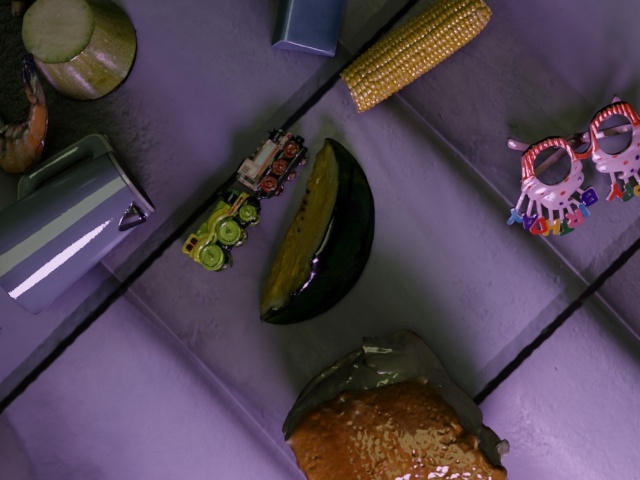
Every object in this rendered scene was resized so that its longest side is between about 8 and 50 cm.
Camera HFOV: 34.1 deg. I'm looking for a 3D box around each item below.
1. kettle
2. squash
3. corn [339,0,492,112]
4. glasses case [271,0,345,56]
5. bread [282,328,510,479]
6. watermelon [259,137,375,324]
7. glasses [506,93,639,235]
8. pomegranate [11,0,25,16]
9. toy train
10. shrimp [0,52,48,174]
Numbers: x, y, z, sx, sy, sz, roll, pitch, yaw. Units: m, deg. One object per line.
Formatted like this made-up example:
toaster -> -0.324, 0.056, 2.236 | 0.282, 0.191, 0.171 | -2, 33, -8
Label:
kettle -> -0.389, -0.039, 1.581 | 0.243, 0.160, 0.210 | -36, 52, -3
squash -> -0.378, -0.311, 1.605 | 0.170, 0.123, 0.170 | -2, 81, 10
corn -> 0.141, -0.288, 1.558 | 0.248, 0.081, 0.081 | -34, 82, 3
glasses case -> -0.005, -0.423, 1.599 | 0.105, 0.056, 0.266 | 10, 87, 8
bread -> 0.101, 0.276, 1.442 | 0.250, 0.225, 0.279 | -37, 81, 7
watermelon -> 0.000, 0.000, 1.559 | 0.129, 0.123, 0.301 | 22, 88, 40
glasses -> 0.377, -0.105, 1.530 | 0.255, 0.095, 0.162 | -25, 110, 2
pomegranate -> -0.474, -0.403, 1.649 | 0.073, 0.073, 0.085 | -26, 119, 4
toy train -> -0.112, -0.064, 1.583 | 0.085, 0.053, 0.250 | 36, 90, 14
shrimp -> -0.498, -0.234, 1.599 | 0.262, 0.051, 0.198 | 46, 123, 18
